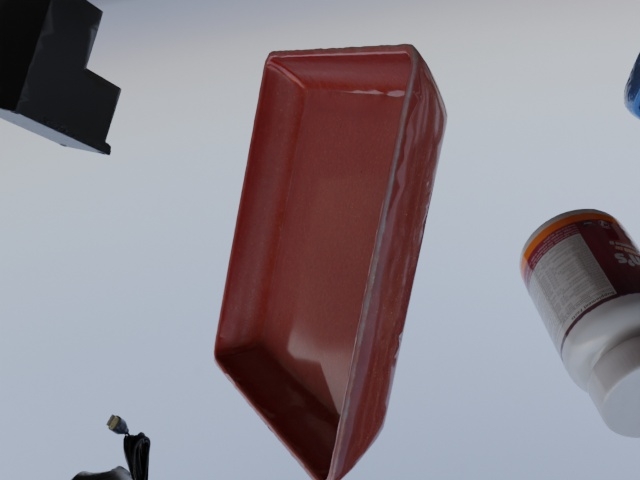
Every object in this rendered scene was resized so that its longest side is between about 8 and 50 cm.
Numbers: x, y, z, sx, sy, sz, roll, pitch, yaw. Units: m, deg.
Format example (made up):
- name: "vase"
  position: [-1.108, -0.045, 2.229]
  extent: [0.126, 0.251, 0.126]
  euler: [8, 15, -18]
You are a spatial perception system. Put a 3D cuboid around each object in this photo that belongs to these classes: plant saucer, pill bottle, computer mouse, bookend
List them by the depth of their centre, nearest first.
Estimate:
- name: "plant saucer"
  position: [0.000, 0.000, 0.604]
  extent: [0.048, 0.259, 0.258]
  euler: [7, -172, -23]
- name: "pill bottle"
  position: [0.282, 0.075, 0.849]
  extent: [0.121, 0.121, 0.221]
  euler: [-10, -143, -2]
- name: "bookend"
  position: [-0.280, -0.192, 0.945]
  extent: [0.072, 0.157, 0.156]
  euler: [13, 175, 25]
- name: "computer mouse"
  position: [-0.284, 0.335, 1.251]
  extent: [0.060, 0.184, 0.262]
  euler: [-14, 160, 7]

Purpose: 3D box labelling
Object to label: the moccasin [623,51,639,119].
- name: "moccasin"
  position: [0.515, -0.310, 1.132]
  extent: [0.117, 0.342, 0.137]
  euler: [21, -155, 1]
